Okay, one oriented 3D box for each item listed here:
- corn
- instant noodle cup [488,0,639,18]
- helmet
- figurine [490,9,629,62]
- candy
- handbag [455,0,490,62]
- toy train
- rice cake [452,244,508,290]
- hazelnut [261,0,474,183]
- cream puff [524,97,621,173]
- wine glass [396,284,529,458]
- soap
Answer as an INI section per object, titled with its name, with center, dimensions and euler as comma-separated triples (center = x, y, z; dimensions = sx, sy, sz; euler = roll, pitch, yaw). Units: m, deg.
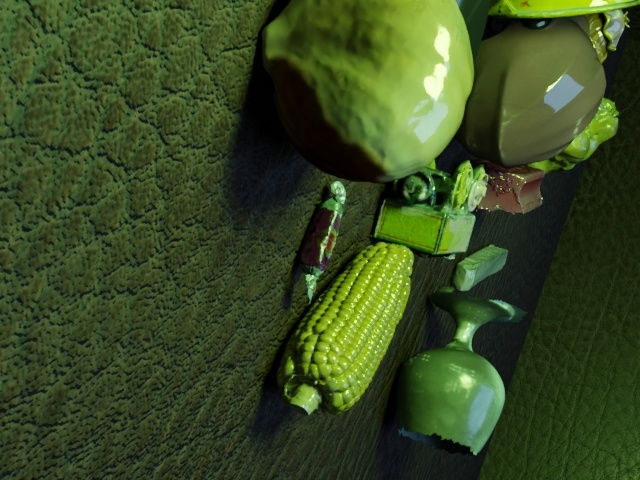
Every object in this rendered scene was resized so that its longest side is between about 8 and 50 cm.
[corn]
center = 0.046, 0.123, 1.143
dimensions = 0.347, 0.130, 0.130
euler = -53, 149, -42
[instant noodle cup]
center = 0.411, -0.537, 1.331
dimensions = 0.325, 0.325, 0.254
euler = -42, 133, -50
[helmet]
center = 0.391, -0.262, 1.417
dimensions = 0.338, 0.197, 0.271
euler = -23, 139, -5
[figurine]
center = 0.488, -0.431, 1.589
dimensions = 0.142, 0.263, 0.190
euler = -28, 125, -59
[candy]
center = 0.000, 0.000, 1.070
dimensions = 0.045, 0.043, 0.175
euler = 48, 58, -61
[handbag]
center = 0.189, -0.336, 1.154
dimensions = 0.254, 0.093, 0.308
euler = -59, 162, -32
[toy train]
center = 0.196, -0.060, 1.346
dimensions = 0.261, 0.134, 0.177
euler = 0, 105, -65
[rice cake]
center = 0.410, 0.062, 1.990
dimensions = 0.365, 0.056, 0.073
euler = -17, 125, -63
[hazelnut]
center = 0.049, -0.186, 0.872
dimensions = 0.261, 0.241, 0.261
euler = -164, -90, -84
[cream puff]
center = 0.568, -0.309, 1.927
dimensions = 0.274, 0.270, 0.323
euler = -45, 177, 23
[wine glass]
center = 0.290, 0.281, 1.656
dimensions = 0.238, 0.238, 0.323
euler = 51, 54, -62
[soap]
center = 0.390, -0.114, 1.703
dimensions = 0.250, 0.162, 0.099
euler = -20, 122, -63
